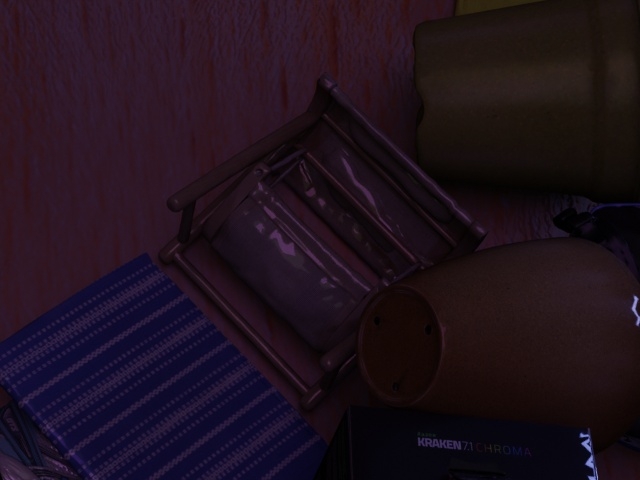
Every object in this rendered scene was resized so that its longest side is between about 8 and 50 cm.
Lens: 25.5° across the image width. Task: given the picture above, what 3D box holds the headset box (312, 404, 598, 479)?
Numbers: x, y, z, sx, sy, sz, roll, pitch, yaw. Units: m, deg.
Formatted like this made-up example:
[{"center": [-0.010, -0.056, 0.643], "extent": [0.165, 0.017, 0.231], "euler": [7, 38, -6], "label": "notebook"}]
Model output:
[{"center": [0.117, 0.285, 1.382], "extent": [0.246, 0.283, 0.131], "euler": [8, 51, -12], "label": "headset box"}]

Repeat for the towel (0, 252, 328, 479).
[{"center": [-0.165, 0.189, 1.500], "extent": [0.336, 0.040, 0.243], "euler": [46, 51, 11], "label": "towel"}]

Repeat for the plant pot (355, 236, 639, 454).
[{"center": [0.167, 0.107, 1.417], "extent": [0.254, 0.237, 0.237], "euler": [4, 66, -43], "label": "plant pot"}]

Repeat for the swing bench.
[{"center": [0.000, 0.000, 1.560], "extent": [0.255, 0.165, 0.253], "euler": [-40, 79, -23], "label": "swing bench"}]

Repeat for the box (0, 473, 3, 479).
[{"center": [-0.454, 0.267, 1.399], "extent": [0.261, 0.103, 0.184], "euler": [-28, 73, 8], "label": "box"}]

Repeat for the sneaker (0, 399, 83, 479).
[{"center": [-0.244, 0.267, 1.466], "extent": [0.283, 0.110, 0.122], "euler": [39, 68, 7], "label": "sneaker"}]

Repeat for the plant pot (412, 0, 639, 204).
[{"center": [0.233, -0.162, 1.607], "extent": [0.254, 0.276, 0.276], "euler": [-2, 71, 5], "label": "plant pot"}]

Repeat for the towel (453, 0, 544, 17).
[{"center": [0.287, -0.289, 1.765], "extent": [0.237, 0.021, 0.102], "euler": [11, 65, -2], "label": "towel"}]

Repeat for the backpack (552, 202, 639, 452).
[{"center": [0.392, 0.105, 1.535], "extent": [0.277, 0.213, 0.263], "euler": [1, 67, 15], "label": "backpack"}]
